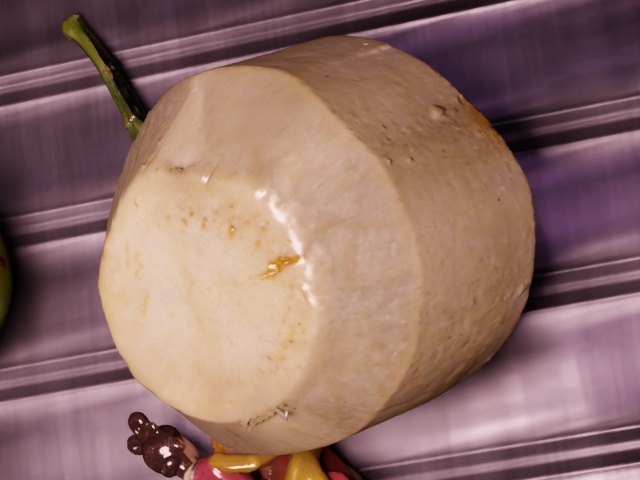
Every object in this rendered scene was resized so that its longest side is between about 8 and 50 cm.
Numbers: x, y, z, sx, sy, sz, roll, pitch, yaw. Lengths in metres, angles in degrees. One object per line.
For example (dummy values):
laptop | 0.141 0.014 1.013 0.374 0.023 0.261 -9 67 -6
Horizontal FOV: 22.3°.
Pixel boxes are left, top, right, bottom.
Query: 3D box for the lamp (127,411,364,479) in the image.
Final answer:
lamp | -0.030 0.200 1.271 0.253 0.118 0.118 30 86 21

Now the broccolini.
broccolini | -0.164 -0.104 1.402 0.054 0.051 0.239 -38 70 12

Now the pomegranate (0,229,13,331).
pomegranate | -0.362 0.042 1.291 0.231 0.286 0.230 0 96 1

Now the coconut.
coconut | 0.000 0.000 1.210 0.323 0.323 0.323 -3 77 12
